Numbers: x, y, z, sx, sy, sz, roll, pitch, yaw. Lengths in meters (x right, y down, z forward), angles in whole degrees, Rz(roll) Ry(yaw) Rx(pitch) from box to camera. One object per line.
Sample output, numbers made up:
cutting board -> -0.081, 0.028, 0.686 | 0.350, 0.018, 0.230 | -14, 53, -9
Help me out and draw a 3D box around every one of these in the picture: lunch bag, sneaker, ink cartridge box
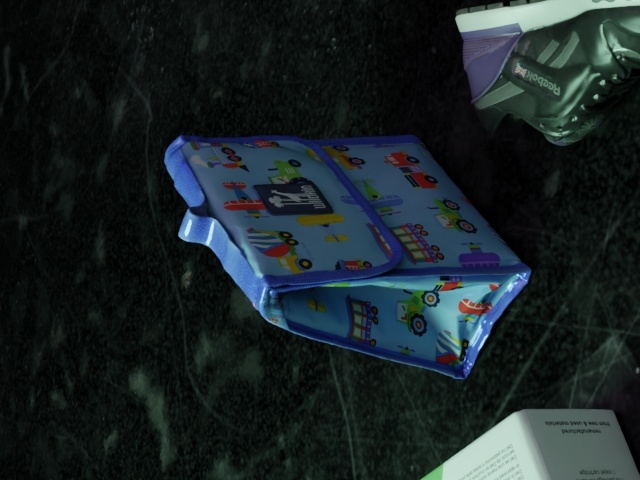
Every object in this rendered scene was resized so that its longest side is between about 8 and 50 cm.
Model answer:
lunch bag -> 0.000, 0.000, 1.105 | 0.221, 0.293, 0.138 | 56, 128, 42
sneaker -> 0.228, -0.141, 0.999 | 0.283, 0.107, 0.124 | 6, 104, 58
ink cartridge box -> 0.177, 0.300, 0.961 | 0.201, 0.117, 0.278 | -46, 50, 41
